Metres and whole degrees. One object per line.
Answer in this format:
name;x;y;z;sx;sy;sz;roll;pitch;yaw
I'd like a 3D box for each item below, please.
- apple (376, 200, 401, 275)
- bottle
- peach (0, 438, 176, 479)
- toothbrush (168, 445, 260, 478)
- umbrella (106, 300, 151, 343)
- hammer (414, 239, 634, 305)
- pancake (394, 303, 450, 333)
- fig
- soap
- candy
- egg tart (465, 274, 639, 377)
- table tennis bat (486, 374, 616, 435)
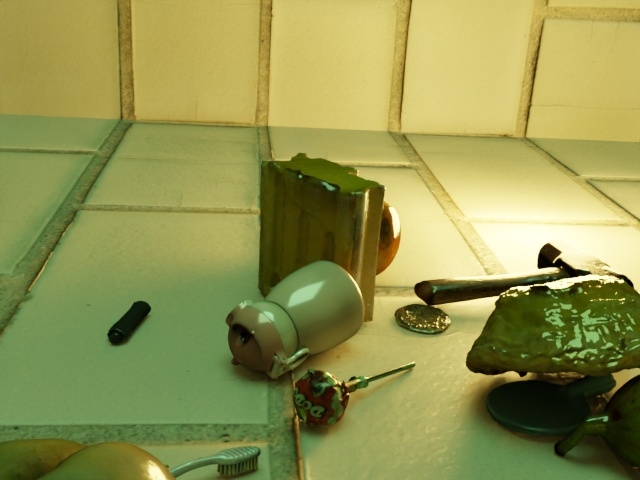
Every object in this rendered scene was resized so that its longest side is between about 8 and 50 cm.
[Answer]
apple;0.051;-0.029;1.701;0.236;0.208;0.237;5;22;-2
bottle;-0.053;0.138;1.344;0.236;0.148;0.147;-25;34;-38
peach;-0.245;0.306;0.722;0.292;0.248;0.292;1;-8;0
toothbrush;-0.249;0.310;0.993;0.375;0.037;0.028;-8;23;-25
umbrella;-0.340;0.144;1.422;0.036;0.031;0.133;-18;15;17
hammer;0.395;0.086;1.633;0.408;0.096;0.242;-3;22;-13
pancake;0.193;0.148;1.532;0.114;0.011;0.115;4;20;-1
fig;0.451;0.248;1.125;0.186;0.142;0.148;14;-15;-13
soap;0.000;0.000;1.510;0.143;0.281;0.259;-13;27;-42
candy;0.065;0.218;1.254;0.078;0.084;0.287;16;16;39
egg tart;0.391;0.136;1.251;0.351;0.153;0.339;-8;-5;-6
table tennis bat;0.372;0.249;1.263;0.244;0.040;0.153;-12;21;-30
